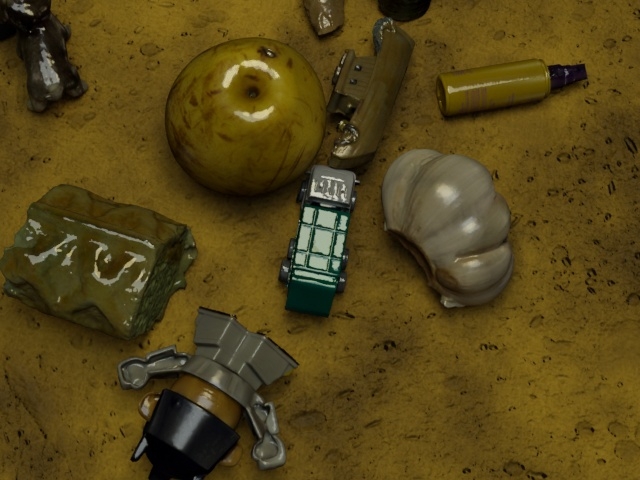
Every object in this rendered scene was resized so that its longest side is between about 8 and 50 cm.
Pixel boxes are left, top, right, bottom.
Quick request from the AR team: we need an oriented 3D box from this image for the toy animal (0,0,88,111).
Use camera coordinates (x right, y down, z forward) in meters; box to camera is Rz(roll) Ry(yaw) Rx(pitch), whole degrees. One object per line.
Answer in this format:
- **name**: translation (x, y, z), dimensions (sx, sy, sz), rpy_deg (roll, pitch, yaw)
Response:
- **toy animal**: translation (-0.490, -0.339, 1.804), dimensions (0.121, 0.168, 0.233), rpy_deg (-18, 90, -8)

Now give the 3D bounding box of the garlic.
- **garlic**: translation (0.233, -0.043, 1.750), dimensions (0.281, 0.185, 0.203), rpy_deg (46, 57, 11)

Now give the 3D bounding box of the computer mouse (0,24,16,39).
- **computer mouse**: translation (-0.580, -0.490, 1.882), dimensions (0.146, 0.088, 0.264), rpy_deg (10, 71, -3)

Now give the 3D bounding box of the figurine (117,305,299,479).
- **figurine**: translation (-0.184, 0.258, 1.660), dimensions (0.308, 0.143, 0.309), rpy_deg (-4, 58, 7)

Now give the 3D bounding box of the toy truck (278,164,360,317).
- **toy truck**: translation (0.000, 0.000, 1.756), dimensions (0.114, 0.124, 0.254), rpy_deg (11, 75, -3)

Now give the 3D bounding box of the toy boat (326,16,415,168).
- **toy boat**: translation (0.074, -0.257, 1.817), dimensions (0.121, 0.089, 0.321), rpy_deg (23, 59, -3)

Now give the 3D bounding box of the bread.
- **bread**: translation (-0.360, 0.036, 1.691), dimensions (0.252, 0.238, 0.196), rpy_deg (24, 115, 7)

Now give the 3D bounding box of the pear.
- **pear**: translation (-0.122, -0.208, 1.732), dimensions (0.280, 0.281, 0.281), rpy_deg (1, 74, -3)

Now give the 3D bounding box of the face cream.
- **face cream**: translation (0.349, -0.283, 1.876), dimensions (0.273, 0.078, 0.078), rpy_deg (-10, 75, -6)

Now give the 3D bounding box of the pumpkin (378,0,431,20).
- **pumpkin**: translation (0.147, -0.509, 1.913), dimensions (0.119, 0.108, 0.184), rpy_deg (-19, 74, -14)

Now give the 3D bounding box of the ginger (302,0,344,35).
- **ginger**: translation (0.018, -0.461, 1.912), dimensions (0.095, 0.069, 0.190), rpy_deg (21, 74, 1)
